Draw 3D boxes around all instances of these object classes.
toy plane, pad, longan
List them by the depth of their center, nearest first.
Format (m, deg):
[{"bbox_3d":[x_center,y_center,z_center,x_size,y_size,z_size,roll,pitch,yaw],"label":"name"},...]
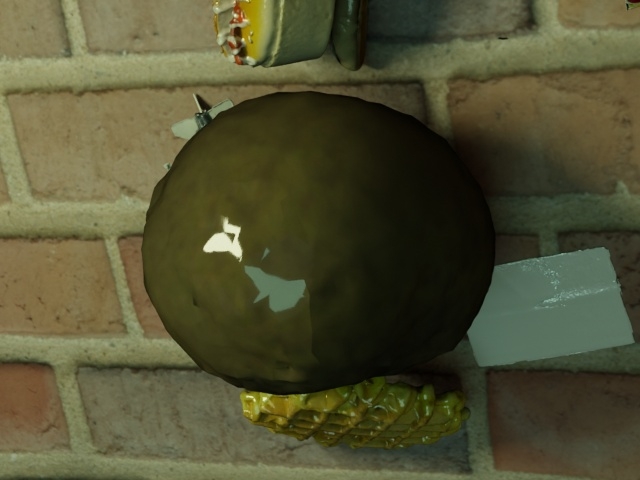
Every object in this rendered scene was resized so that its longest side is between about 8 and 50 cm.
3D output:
[{"bbox_3d":[-0.009,-0.004,1.686,0.404,0.436,0.404,21,119,45],"label":"longan"},{"bbox_3d":[0.305,0.095,1.852,0.232,0.004,0.156,-11,110,24],"label":"pad"},{"bbox_3d":[-0.125,-0.095,1.871,0.160,0.082,0.234,-26,106,0],"label":"toy plane"}]

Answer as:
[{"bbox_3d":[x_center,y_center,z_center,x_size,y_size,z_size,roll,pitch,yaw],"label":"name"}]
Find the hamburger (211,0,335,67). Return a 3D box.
[{"bbox_3d":[-0.056,-0.356,1.639,0.151,0.227,0.295,1,116,-5],"label":"hamburger"}]

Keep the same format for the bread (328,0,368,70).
[{"bbox_3d":[0.033,-0.318,1.708,0.053,0.073,0.214,5,118,8],"label":"bread"}]

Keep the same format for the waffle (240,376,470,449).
[{"bbox_3d":[0.051,0.242,1.880,0.329,0.062,0.329,4,160,2],"label":"waffle"}]

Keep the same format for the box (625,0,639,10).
[{"bbox_3d":[0.456,-0.325,1.574,0.207,0.041,0.050,-14,106,24],"label":"box"}]
